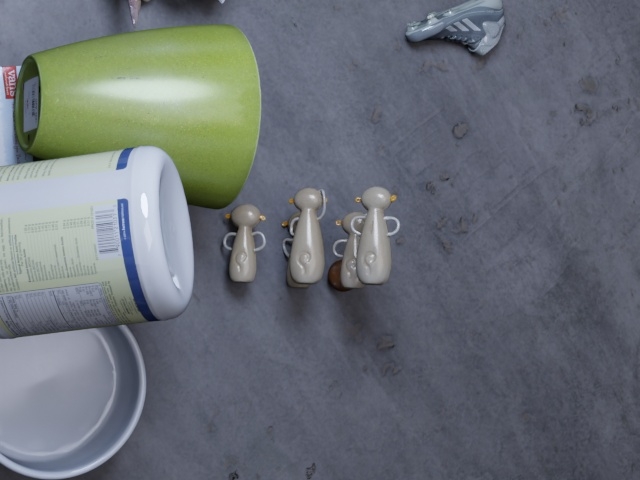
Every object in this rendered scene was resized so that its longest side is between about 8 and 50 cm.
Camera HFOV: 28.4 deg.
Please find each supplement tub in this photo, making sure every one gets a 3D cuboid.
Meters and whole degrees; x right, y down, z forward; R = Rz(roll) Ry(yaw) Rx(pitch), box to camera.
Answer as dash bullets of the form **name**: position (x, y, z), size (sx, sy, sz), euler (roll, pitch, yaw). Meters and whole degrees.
- **supplement tub**: position (-0.349, 0.007, 1.684), size (0.325, 0.235, 0.235), euler (-7, 94, 6)

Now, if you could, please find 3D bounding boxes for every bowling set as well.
- **bowling set**: position (0.000, 0.000, 2.048), size (0.287, 0.200, 0.154), euler (1, 84, 14)

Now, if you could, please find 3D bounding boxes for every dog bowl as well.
- **dog bowl**: position (-0.396, 0.209, 1.851), size (0.265, 0.104, 0.264), euler (0, 91, -28)

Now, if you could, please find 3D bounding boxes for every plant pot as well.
- **plant pot**: position (-0.276, -0.188, 1.812), size (0.294, 0.275, 0.274), euler (2, 89, -29)

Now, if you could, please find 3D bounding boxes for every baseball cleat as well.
- **baseball cleat**: position (0.245, -0.363, 2.206), size (0.206, 0.072, 0.109), euler (-26, 109, -21)

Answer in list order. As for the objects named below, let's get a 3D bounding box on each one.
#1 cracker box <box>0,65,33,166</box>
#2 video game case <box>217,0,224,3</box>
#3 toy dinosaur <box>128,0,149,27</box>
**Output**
- **cracker box**: position (-0.534, -0.164, 1.797), size (0.232, 0.067, 0.155), euler (-6, 93, -27)
- **video game case**: position (-0.155, -0.425, 1.891), size (0.087, 0.011, 0.122), euler (-58, 144, -12)
- **toy dinosaur**: position (-0.244, -0.470, 1.876), size (0.295, 0.127, 0.200), euler (-56, 142, -12)
